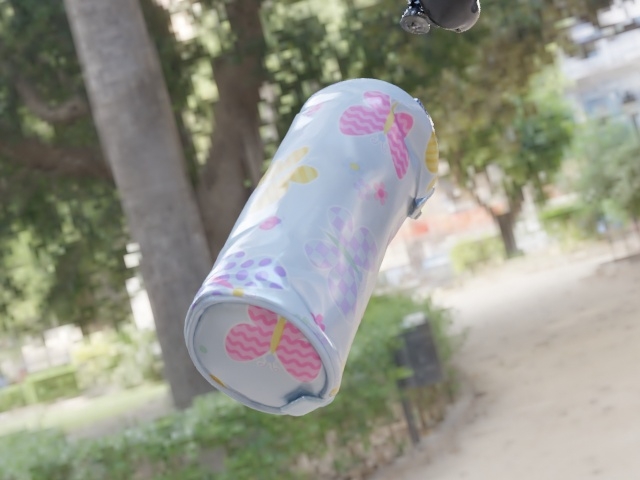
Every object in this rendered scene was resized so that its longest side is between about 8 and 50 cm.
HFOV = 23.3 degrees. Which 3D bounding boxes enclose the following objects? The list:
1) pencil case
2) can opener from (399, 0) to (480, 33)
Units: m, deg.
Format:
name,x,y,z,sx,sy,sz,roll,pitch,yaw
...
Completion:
name,x,y,z,sx,sy,sz,roll,pitch,yaw
pencil case,0.000,0.000,1.133,0.113,0.124,0.273,-15,31,35
can opener,0.037,-0.194,1.028,0.186,0.073,0.059,26,-10,-22
